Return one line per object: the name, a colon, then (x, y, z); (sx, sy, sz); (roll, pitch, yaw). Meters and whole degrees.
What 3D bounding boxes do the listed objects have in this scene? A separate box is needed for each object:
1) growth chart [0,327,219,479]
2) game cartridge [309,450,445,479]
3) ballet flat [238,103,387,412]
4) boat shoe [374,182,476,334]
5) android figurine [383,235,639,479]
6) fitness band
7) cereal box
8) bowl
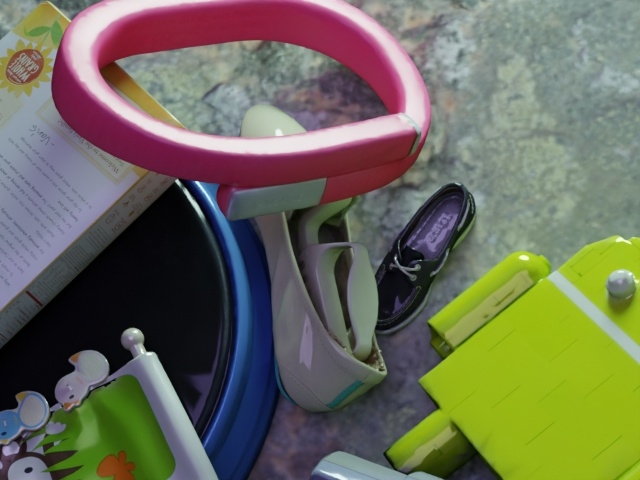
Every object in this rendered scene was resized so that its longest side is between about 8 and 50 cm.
growth chart: (-0.182, 0.180, 1.029); (0.237, 0.021, 0.172); (-38, 65, -5)
game cartridge: (0.137, 0.285, 0.922); (0.355, 0.068, 0.230); (17, 111, 18)
ballet flat: (0.000, 0.000, 1.103); (0.086, 0.086, 0.248); (-14, 69, 7)
boat shoe: (0.071, 0.012, 1.113); (0.046, 0.038, 0.125); (36, 80, 21)
android figurine: (0.176, 0.096, 1.013); (0.273, 0.056, 0.248); (-39, 42, 0)
fitness band: (-0.049, -0.110, 1.088); (0.290, 0.054, 0.209); (-12, 49, -37)
cereal box: (-0.229, -0.040, 1.110); (0.240, 0.047, 0.173); (-44, 67, -7)
bowl: (-0.223, 0.081, 1.129); (0.391, 0.077, 0.391); (-4, 68, 11)
